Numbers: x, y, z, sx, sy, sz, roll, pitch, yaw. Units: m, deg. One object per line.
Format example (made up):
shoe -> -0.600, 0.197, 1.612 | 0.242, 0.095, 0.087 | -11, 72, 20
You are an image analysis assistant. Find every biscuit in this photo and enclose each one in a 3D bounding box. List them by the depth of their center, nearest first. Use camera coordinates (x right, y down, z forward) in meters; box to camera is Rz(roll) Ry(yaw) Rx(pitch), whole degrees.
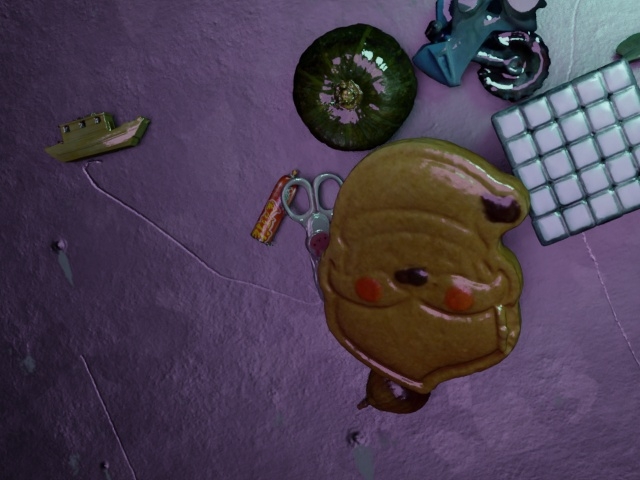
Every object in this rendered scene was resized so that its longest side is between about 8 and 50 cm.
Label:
biscuit -> 0.162, 0.050, 1.793 | 0.350, 0.078, 0.455 | 9, 116, 22

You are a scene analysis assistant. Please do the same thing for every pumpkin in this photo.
pumpkin -> 0.059, -0.265, 1.890 | 0.223, 0.157, 0.224 | 5, 114, 12

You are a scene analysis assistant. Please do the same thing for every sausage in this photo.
sausage -> -0.077, -0.063, 1.990 | 0.050, 0.048, 0.145 | 36, 102, 43

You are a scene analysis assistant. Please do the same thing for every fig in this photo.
fig -> 0.138, 0.268, 1.977 | 0.119, 0.153, 0.119 | 6, 60, -11

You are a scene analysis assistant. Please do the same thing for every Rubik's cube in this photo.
Rubik's cube -> 0.432, -0.147, 1.798 | 0.238, 0.237, 0.237 | -24, 89, 13

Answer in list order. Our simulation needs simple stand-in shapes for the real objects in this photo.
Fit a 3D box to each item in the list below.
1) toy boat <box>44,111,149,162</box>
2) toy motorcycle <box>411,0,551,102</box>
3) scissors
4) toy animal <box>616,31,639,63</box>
toy boat -> -0.417, -0.198, 2.027 | 0.200, 0.057, 0.077 | -13, 88, 11
toy motorcycle -> 0.253, -0.430, 1.828 | 0.232, 0.172, 0.416 | -9, 103, 4
scissors -> 0.000, 0.000, 1.982 | 0.118, 0.030, 0.242 | -12, 100, -13
toy animal -> 0.619, -0.365, 1.817 | 0.251, 0.127, 0.125 | -35, 102, 25
